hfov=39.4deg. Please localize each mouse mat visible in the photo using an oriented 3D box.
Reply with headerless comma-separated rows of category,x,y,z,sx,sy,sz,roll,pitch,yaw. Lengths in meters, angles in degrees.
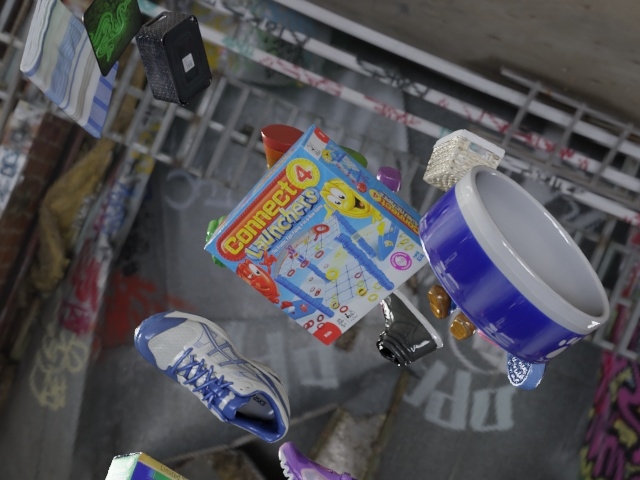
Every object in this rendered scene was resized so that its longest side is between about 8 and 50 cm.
mouse mat,-0.406,-0.436,1.763,0.007,0.189,0.152,11,142,16

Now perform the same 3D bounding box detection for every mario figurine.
mario figurine,0.386,0.062,1.896,0.198,0.321,0.170,58,162,-7

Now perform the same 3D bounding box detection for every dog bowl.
dog bowl,0.259,0.031,1.197,0.265,0.104,0.265,35,-152,-22

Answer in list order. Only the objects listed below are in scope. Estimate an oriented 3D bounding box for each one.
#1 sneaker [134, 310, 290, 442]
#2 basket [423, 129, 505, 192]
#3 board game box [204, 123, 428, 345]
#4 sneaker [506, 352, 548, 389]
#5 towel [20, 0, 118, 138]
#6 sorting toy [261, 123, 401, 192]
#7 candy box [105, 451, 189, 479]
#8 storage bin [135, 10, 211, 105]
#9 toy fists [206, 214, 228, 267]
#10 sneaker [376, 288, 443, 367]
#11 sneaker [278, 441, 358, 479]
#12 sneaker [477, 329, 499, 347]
sneaker,-0.161,0.218,1.432,0.296,0.112,0.131,33,-168,-22
basket,0.311,-0.165,1.970,0.113,0.103,0.167,25,172,-10
board game box,0.000,0.000,1.613,0.302,0.308,0.086,39,-146,-10
sneaker,0.365,0.143,1.435,0.090,0.232,0.081,28,148,-16
towel,-0.530,-0.375,1.920,0.034,0.209,0.285,-2,156,20
sorting toy,0.015,-0.162,2.167,0.366,0.126,0.127,21,-152,8
candy box,-0.372,0.661,1.929,0.122,0.317,0.268,-20,133,38
storage bin,-0.327,-0.409,2.005,0.084,0.122,0.180,15,135,30
toy fists,-0.125,-0.018,2.063,0.279,0.096,0.142,-5,152,-11
sneaker,0.191,0.228,2.437,0.296,0.147,0.104,47,166,45
sneaker,0.016,0.476,1.730,0.236,0.104,0.095,49,-177,13
sneaker,0.258,0.122,1.284,0.047,0.057,0.119,34,179,8
